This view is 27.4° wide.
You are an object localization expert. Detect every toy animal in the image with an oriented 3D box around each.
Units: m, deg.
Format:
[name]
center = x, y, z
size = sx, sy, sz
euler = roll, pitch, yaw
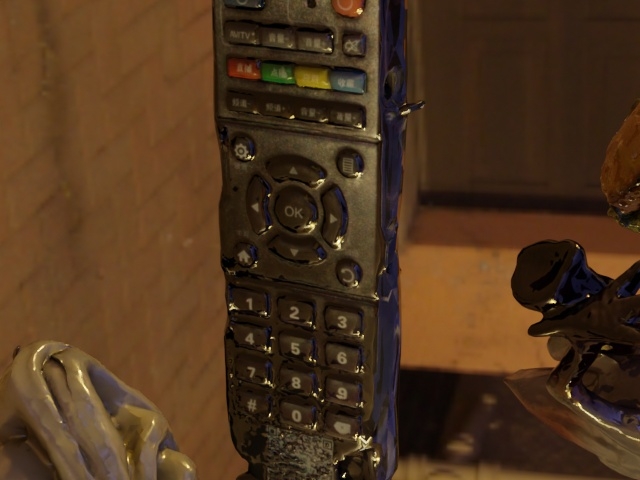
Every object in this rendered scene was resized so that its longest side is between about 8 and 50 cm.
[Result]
[toy animal]
center = 0.237, 0.107, 0.754
size = 0.090, 0.324, 0.195
euler = -68, -169, -20

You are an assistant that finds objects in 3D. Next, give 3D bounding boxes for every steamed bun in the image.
[steamed bun]
center = -0.214, 0.258, 1.136
size = 0.346, 0.238, 0.394
euler = -58, -167, 26

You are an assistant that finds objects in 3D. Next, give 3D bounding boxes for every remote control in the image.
[remote control]
center = 0.000, 0.000, 0.893
size = 0.062, 0.145, 0.398
euler = -40, 136, -58

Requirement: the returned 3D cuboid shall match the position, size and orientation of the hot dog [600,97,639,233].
[hot dog]
center = 0.274, -0.109, 0.806
size = 0.115, 0.269, 0.072
euler = 33, 17, -39
